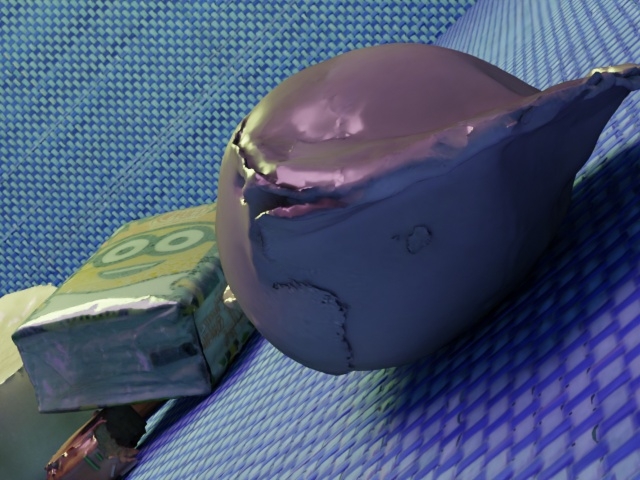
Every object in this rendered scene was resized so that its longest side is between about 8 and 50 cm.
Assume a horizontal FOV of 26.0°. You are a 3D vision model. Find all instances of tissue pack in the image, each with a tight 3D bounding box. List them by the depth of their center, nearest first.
[{"bbox_3d":[-0.179,0.068,1.602,0.228,0.128,0.311,-9,21,23],"label":"tissue pack"}]

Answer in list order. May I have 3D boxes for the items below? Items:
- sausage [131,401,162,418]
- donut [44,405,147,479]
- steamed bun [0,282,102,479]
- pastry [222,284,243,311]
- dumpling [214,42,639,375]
[{"bbox_3d":[-0.194,0.157,1.722,0.169,0.065,0.065,-42,6,16],"label":"sausage"},{"bbox_3d":[-0.249,0.237,1.524,0.117,0.065,0.166,-41,5,13],"label":"donut"},{"bbox_3d":[-0.415,0.225,1.922,0.324,0.206,0.324,-24,28,14],"label":"steamed bun"},{"bbox_3d":[0.004,-0.004,1.351,0.121,0.089,0.258,-45,5,45],"label":"pastry"},{"bbox_3d":[0.065,-0.029,0.813,0.260,0.181,0.341,-23,-31,-6],"label":"dumpling"}]
